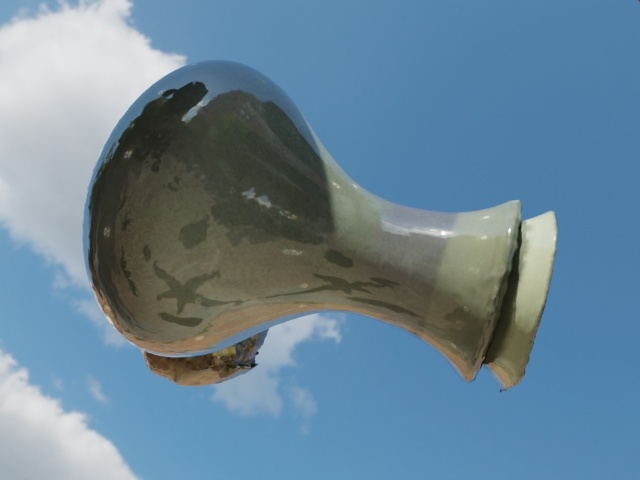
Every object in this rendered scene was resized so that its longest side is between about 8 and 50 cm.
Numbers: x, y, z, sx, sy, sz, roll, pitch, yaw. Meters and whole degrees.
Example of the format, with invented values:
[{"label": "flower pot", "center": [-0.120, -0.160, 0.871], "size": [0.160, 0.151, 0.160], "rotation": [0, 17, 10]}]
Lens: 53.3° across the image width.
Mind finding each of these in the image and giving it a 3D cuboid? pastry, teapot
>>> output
[{"label": "pastry", "center": [-0.123, 0.076, 0.654], "size": [0.153, 0.153, 0.081], "rotation": [32, -33, 8]}, {"label": "teapot", "center": [0.000, 0.000, 0.379], "size": [0.251, 0.183, 0.183], "rotation": [15, -56, 10]}]

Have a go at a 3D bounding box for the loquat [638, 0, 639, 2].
[{"label": "loquat", "center": [0.298, -0.326, 0.523], "size": [0.244, 0.244, 0.244], "rotation": [13, -57, 21]}]
